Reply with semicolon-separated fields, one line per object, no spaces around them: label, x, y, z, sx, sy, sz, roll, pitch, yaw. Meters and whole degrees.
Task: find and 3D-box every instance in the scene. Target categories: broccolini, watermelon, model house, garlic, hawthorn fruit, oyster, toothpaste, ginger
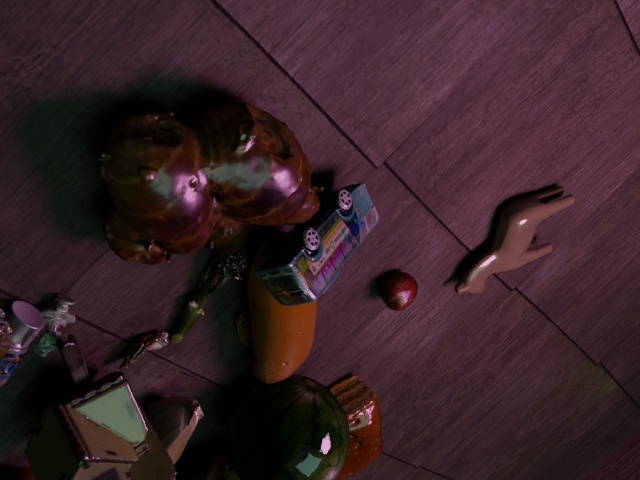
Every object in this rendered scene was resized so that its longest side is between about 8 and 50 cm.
broccolini;-0.184;0.094;1.641;0.058;0.067;0.216;27;113;-10
watermelon;-0.062;0.374;1.877;0.242;0.242;0.242;-23;140;-21
model house;-0.357;0.287;1.533;0.205;0.218;0.279;-26;147;-21
garlic;-0.284;0.343;1.771;0.195;0.101;0.087;-52;146;10
hawthorn fruit;0.153;0.098;1.924;0.077;0.077;0.077;-23;140;-21
oyster;-0.296;0.180;1.655;0.093;0.034;0.051;-30;159;-31
toothpaste;-0.510;0.198;1.479;0.266;0.061;0.096;-46;143;17
ginger;-0.154;-0.068;1.424;0.357;0.152;0.274;-11;135;-30

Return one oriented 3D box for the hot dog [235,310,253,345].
hot dog;-0.135;0.157;1.778;0.037;0.021;0.083;-44;145;-30

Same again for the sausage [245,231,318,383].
sausage;-0.065;0.137;1.742;0.134;0.116;0.354;-55;158;-37

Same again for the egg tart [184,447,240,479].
egg tart;-0.228;0.552;1.978;0.297;0.132;0.297;10;90;-76

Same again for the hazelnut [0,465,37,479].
hazelnut;-0.518;0.455;1.672;0.154;0.143;0.143;-47;143;-4

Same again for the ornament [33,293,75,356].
ornament;-0.403;0.124;1.498;0.068;0.041;0.092;-12;120;-28

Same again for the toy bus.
toy bus;0.000;0.000;1.577;0.262;0.091;0.109;-49;117;-44

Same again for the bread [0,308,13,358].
bread;-0.532;0.143;1.315;0.260;0.158;0.156;-8;136;-32

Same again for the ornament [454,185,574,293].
ornament;0.391;0.012;2.048;0.245;0.061;0.230;-18;140;-28

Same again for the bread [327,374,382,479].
bread;0.040;0.416;2.116;0.184;0.110;0.234;-28;142;-15
